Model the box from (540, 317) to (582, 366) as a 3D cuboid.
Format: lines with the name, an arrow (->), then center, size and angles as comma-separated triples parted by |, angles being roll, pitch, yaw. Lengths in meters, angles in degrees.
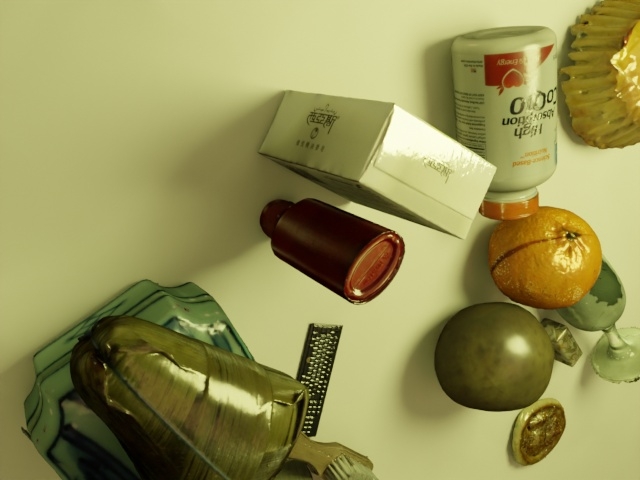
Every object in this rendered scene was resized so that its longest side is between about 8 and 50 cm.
box -> 0.473, 0.202, 1.411 | 0.045, 0.062, 0.098 | -47, 121, -14

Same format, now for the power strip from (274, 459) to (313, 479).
power strip -> -0.100, 0.481, 1.074 | 0.251, 0.257, 0.092 | 1, 142, -36

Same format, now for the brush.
brush -> 0.010, 0.356, 1.130 | 0.070, 0.065, 0.327 | -50, 138, -3

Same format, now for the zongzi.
zongzi -> -0.180, 0.256, 0.797 | 0.286, 0.138, 0.300 | 26, 90, -30

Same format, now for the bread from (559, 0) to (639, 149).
bread -> 0.551, -0.291, 1.253 | 0.274, 0.149, 0.274 | -7, 108, -23

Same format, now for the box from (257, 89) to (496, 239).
box -> 0.067, -0.106, 0.945 | 0.194, 0.260, 0.111 | 24, 88, -36

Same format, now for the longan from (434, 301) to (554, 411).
longan -> 0.304, 0.201, 1.230 | 0.220, 0.196, 0.197 | 17, 96, -30

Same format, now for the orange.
orange -> 0.387, 0.026, 1.223 | 0.193, 0.193, 0.161 | -28, 151, -21

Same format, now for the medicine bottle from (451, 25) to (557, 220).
medicine bottle -> 0.293, -0.181, 1.120 | 0.157, 0.157, 0.289 | -19, 114, -25

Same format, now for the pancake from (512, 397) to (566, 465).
pancake -> 0.458, 0.402, 1.486 | 0.158, 0.028, 0.158 | -10, 108, -31

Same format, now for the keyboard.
keyboard -> -0.011, 0.228, 1.153 | 0.063, 0.010, 0.198 | 7, 101, -31

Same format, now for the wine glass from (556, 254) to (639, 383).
wine glass -> 0.543, 0.141, 1.393 | 0.143, 0.143, 0.321 | -49, 122, -9

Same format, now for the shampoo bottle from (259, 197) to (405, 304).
shampoo bottle -> 0.000, 0.000, 0.935 | 0.064, 0.260, 0.102 | 42, 81, -33

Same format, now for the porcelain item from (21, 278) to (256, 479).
porcelain item -> -0.217, 0.219, 0.938 | 0.285, 0.157, 0.282 | -35, 121, -17
